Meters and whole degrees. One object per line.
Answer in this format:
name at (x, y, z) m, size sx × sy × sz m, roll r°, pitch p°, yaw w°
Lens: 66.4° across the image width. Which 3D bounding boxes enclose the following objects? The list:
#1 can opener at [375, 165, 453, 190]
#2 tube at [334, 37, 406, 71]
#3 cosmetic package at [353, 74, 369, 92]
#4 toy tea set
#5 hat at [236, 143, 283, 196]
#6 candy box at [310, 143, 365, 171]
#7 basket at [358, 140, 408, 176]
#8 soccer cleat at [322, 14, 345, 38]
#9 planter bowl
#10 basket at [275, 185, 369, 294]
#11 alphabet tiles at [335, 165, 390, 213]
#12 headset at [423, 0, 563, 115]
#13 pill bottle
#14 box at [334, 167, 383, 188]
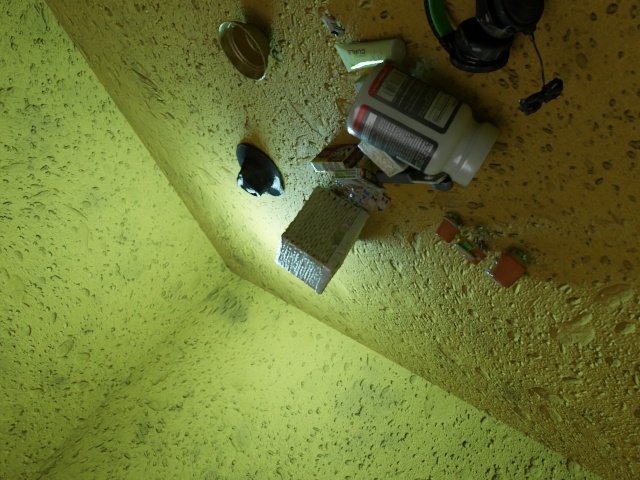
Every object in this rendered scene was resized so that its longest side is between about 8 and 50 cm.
can opener at (0.310, -0.202, 1.625) m, size 0.283 × 0.076 × 0.095 m, roll 11°, pitch 141°, yaw 52°
tube at (0.134, -0.521, 1.375) m, size 0.240 × 0.062 × 0.070 m, roll 20°, pitch 110°, yaw 50°
cosmetic package at (0.159, -0.461, 1.454) m, size 0.115 × 0.041 × 0.060 m, roll 7°, pitch 138°, yaw 53°
toy tea set at (0.550, 0.025, 1.645) m, size 0.336 × 0.124 × 0.200 m, roll 39°, pitch -174°, yaw 0°
hat at (-0.333, -0.307, 2.387) m, size 0.331 × 0.134 × 0.331 m, roll 35°, pitch 156°, yaw 18°
candy box at (0.063, -0.302, 1.797) m, size 0.186 × 0.109 × 0.053 m, roll 11°, pitch 141°, yaw 52°
basket at (0.218, -0.299, 1.559) m, size 0.167 × 0.113 × 0.103 m, roll 44°, pitch 161°, yaw -5°
soccer cleat at (0.032, -0.611, 1.400) m, size 0.083 × 0.035 × 0.029 m, roll 42°, pitch 157°, yaw -1°
planter bowl at (-0.239, -0.665, 1.665) m, size 0.217 × 0.090 × 0.217 m, roll 35°, pitch 156°, yaw 18°
basket at (0.000, 0.000, 2.108) m, size 0.266 × 0.328 × 0.331 m, roll 32°, pitch 156°, yaw 4°
alphabet tiles at (0.167, -0.203, 1.933) m, size 0.237 × 0.009 × 0.198 m, roll 39°, pitch 157°, yaw 8°
headset at (0.349, -0.436, 1.017) m, size 0.394 × 0.185 × 0.243 m, roll 50°, pitch 159°, yaw 10°
pill bottle at (0.271, -0.304, 1.312) m, size 0.363 × 0.210 × 0.210 m, roll 30°, pitch 156°, yaw 6°
box at (0.139, -0.216, 1.731) m, size 0.114 × 0.036 × 0.207 m, roll 1°, pitch 177°, yaw 23°
